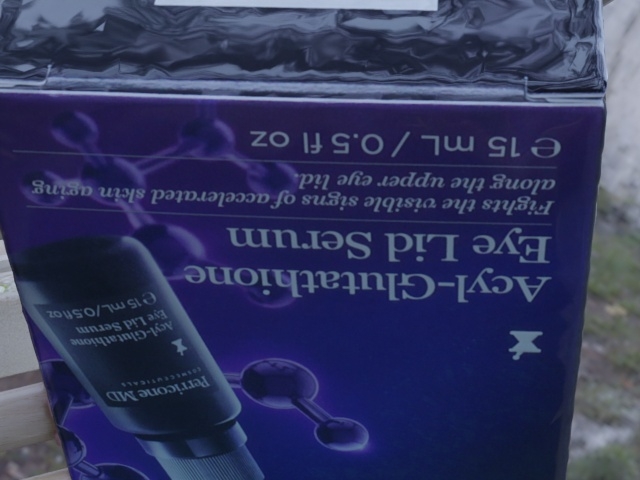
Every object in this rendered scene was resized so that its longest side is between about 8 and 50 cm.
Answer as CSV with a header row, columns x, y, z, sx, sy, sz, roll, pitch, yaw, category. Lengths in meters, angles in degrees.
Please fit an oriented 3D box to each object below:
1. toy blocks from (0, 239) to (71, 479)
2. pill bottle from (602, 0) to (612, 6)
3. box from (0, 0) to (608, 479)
x,y,z,sx,sy,sz,roll,pitch,yaw,category
-0.136,0.007,0.973,0.260,0.309,0.288,-13,11,-12,toy blocks
0.118,-0.222,0.848,0.153,0.153,0.264,34,1,13,pill bottle
0.000,0.000,0.454,0.153,0.207,0.108,1,45,6,box
